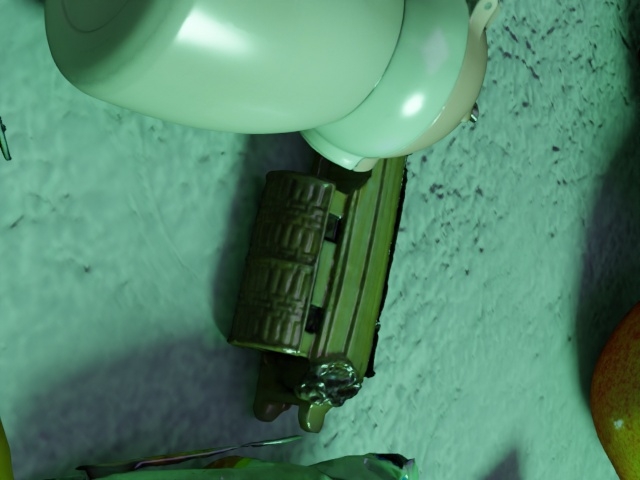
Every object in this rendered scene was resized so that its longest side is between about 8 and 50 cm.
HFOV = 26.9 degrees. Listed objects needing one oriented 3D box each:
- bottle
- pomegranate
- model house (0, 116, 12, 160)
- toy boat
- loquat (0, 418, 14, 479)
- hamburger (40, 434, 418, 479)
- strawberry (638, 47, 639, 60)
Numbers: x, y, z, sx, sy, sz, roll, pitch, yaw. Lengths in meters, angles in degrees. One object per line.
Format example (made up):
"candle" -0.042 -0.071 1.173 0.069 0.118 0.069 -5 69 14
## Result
"bottle" -0.009 -0.115 0.696 0.236 0.147 0.147 17 80 -38
"pomegranate" 0.331 0.135 1.051 0.256 0.221 0.221 -103 170 -61
"model house" -0.194 -0.097 0.537 0.088 0.117 0.167 -24 155 -15
"toy boat" 0.000 0.000 0.801 0.088 0.068 0.226 20 78 -39
"loquat" -0.234 0.104 0.406 0.275 0.275 0.274 -5 96 -48
"hamburger" -0.018 0.227 0.687 0.261 0.150 0.276 20 57 -37
"strawberry" 0.408 -0.072 1.115 0.295 0.317 0.345 -45 147 -42
